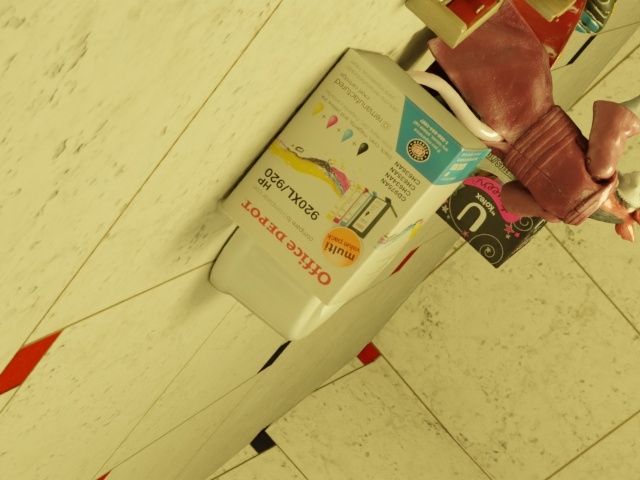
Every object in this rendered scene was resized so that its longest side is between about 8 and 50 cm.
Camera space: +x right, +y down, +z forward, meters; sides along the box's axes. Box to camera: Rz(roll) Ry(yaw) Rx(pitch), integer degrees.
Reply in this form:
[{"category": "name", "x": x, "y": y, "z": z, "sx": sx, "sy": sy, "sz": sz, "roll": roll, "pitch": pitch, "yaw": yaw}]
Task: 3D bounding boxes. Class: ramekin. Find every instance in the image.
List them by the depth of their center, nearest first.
[{"category": "ramekin", "x": 0.000, "y": 0.000, "z": 1.932, "sx": 0.277, "sy": 0.135, "sz": 0.277, "roll": -45, "pitch": 171, "yaw": -9}]

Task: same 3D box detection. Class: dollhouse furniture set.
[{"category": "dollhouse furniture set", "x": 0.213, "y": -0.297, "z": 1.635, "sx": 0.183, "sy": 0.129, "sz": 0.129, "roll": -42, "pitch": 170, "yaw": -29}]

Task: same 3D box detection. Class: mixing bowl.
[{"category": "mixing bowl", "x": 0.266, "y": -0.277, "z": 2.011, "sx": 0.181, "sy": 0.098, "sz": 0.181, "roll": -58, "pitch": -174, "yaw": 10}]

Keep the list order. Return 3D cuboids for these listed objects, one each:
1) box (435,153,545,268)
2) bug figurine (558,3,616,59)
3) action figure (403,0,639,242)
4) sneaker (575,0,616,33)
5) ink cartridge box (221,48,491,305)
[{"category": "box", "x": 0.230, "y": -0.103, "z": 2.196, "sx": 0.142, "sy": 0.247, "sz": 0.163, "roll": -53, "pitch": 169, "yaw": 27}, {"category": "bug figurine", "x": 0.406, "y": -0.375, "z": 2.407, "sx": 0.279, "sy": 0.072, "sz": 0.216, "roll": -39, "pitch": 163, "yaw": -20}, {"category": "action figure", "x": 0.268, "y": -0.130, "z": 1.843, "sx": 0.248, "sy": 0.370, "sz": 0.276, "roll": -51, "pitch": 173, "yaw": 34}, {"category": "sneaker", "x": 0.403, "y": -0.425, "z": 2.118, "sx": 0.341, "sy": 0.125, "sz": 0.140, "roll": 116, "pitch": -1, "yaw": -72}, {"category": "ink cartridge box", "x": 0.040, "y": -0.070, "z": 1.686, "sx": 0.233, "sy": 0.171, "sz": 0.168, "roll": -50, "pitch": 171, "yaw": 14}]
